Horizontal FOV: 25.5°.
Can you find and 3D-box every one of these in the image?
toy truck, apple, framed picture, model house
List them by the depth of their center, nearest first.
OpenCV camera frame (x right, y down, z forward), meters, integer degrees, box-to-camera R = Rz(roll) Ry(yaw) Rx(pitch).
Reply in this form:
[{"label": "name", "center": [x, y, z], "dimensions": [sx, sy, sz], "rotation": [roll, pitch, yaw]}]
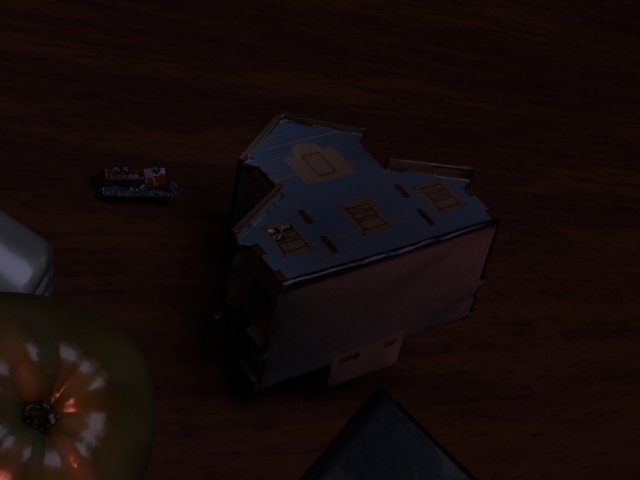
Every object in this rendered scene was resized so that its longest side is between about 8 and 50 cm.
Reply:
[{"label": "apple", "center": [-0.199, 0.124, 0.944], "dimensions": [0.200, 0.200, 0.200], "rotation": [26, 39, -23]}, {"label": "framed picture", "center": [0.119, 0.309, 1.216], "dimensions": [0.347, 0.016, 0.265], "rotation": [45, 36, 3]}, {"label": "model house", "center": [0.000, 0.000, 1.278], "dimensions": [0.271, 0.178, 0.206], "rotation": [-19, 50, -28]}, {"label": "toy truck", "center": [-0.169, -0.053, 1.292], "dimensions": [0.083, 0.024, 0.032], "rotation": [-3, 79, -44]}]

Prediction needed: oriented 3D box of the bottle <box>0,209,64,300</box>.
[{"label": "bottle", "center": [-0.280, 0.009, 1.051], "dimensions": [0.245, 0.104, 0.104], "rotation": [36, 36, -11]}]
